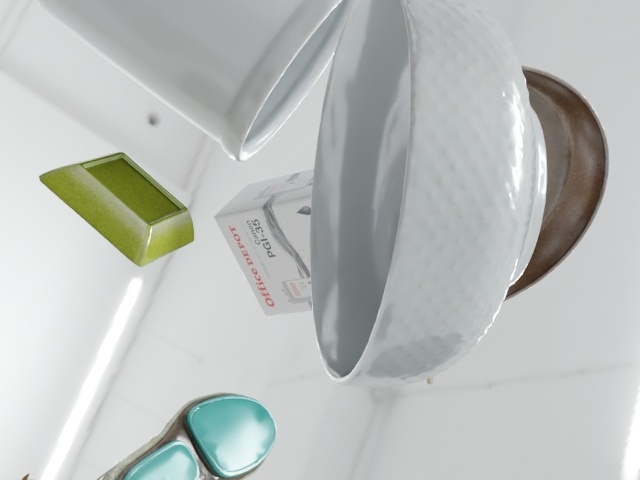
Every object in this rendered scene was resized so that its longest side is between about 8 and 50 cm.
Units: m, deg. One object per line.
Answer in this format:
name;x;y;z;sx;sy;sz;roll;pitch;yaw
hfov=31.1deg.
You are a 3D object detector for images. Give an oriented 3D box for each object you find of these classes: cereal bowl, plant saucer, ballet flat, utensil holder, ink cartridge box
cereal bowl;0.090;-0.045;0.953;0.339;0.141;0.338;-175;-90;-77
plant saucer;0.149;-0.054;1.207;0.310;0.311;0.050;-48;-147;19
ballet flat;-0.085;0.128;0.655;0.052;0.057;0.168;-28;175;26
utensil holder;-0.180;-0.361;1.740;0.327;0.385;0.327;-53;178;-3
plant saucer;-0.268;-0.058;1.601;0.045;0.188;0.188;-52;174;20
ink cartridge box;0.000;0.000;1.842;0.283;0.207;0.117;-10;-155;38

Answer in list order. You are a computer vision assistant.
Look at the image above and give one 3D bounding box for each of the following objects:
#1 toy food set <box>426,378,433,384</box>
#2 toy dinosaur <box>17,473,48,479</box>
toy food set;0.118;0.130;1.624;0.039;0.192;0.132;0;-108;23
toy dinosaur;-0.376;0.307;1.326;0.212;0.112;0.064;-32;-111;24
